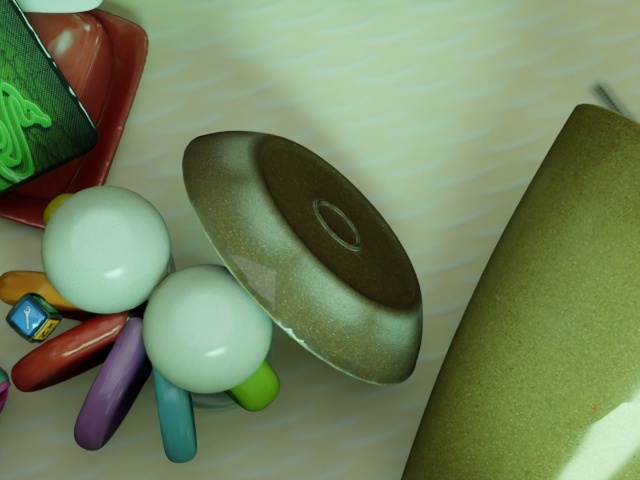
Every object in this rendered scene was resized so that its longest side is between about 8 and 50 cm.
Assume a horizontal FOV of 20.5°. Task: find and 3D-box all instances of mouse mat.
[{"bbox_3d":[-0.242,-0.101,1.067,0.152,0.007,0.190,-25,117,11],"label":"mouse mat"}]

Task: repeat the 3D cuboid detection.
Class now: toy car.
[{"bbox_3d":[-0.115,0.061,1.072,0.182,0.159,0.136,38,80,5],"label":"toy car"}]

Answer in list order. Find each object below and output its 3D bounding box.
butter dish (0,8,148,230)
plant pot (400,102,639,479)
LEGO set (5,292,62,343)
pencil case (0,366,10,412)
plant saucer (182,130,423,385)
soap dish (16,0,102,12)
[{"bbox_3d":[-0.203,-0.106,1.131,0.160,0.118,0.160,17,73,0],"label":"butter dish"},{"bbox_3d":[0.169,0.087,1.075,0.237,0.237,0.254,40,89,6],"label":"plant pot"},{"bbox_3d":[-0.271,0.040,1.027,0.244,0.060,0.182,-19,82,11],"label":"LEGO set"},{"bbox_3d":[-0.291,0.039,1.091,0.104,0.104,0.236,-40,82,-15],"label":"pencil case"},{"bbox_3d":[0.000,0.000,1.088,0.036,0.198,0.198,-43,80,22],"label":"plant saucer"},{"bbox_3d":[-0.231,-0.275,1.127,0.229,0.118,0.291,1,48,-4],"label":"soap dish"}]
